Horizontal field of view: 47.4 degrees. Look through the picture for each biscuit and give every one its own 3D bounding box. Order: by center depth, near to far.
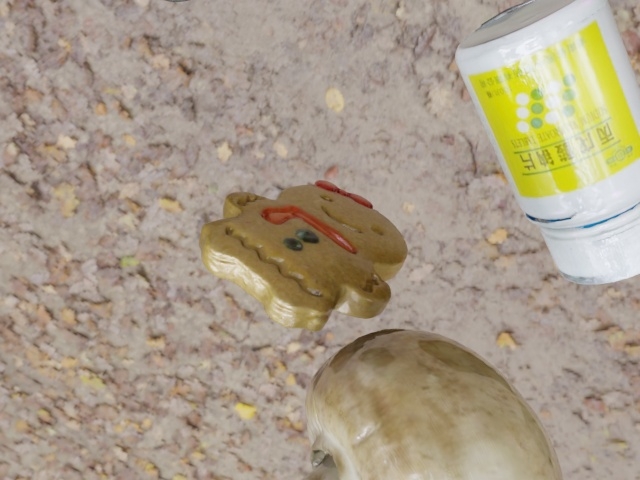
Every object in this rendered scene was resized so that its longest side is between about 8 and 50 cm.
[{"bbox_3d":[0.000,0.000,0.619,0.166,0.226,0.036,35,119,20],"label":"biscuit"}]

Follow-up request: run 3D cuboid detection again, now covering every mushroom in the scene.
[{"bbox_3d":[0.061,0.176,0.476,0.184,0.255,0.254,-28,120,-6],"label":"mushroom"}]

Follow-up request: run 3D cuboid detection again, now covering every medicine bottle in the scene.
[{"bbox_3d":[0.240,-0.096,0.695,0.144,0.143,0.258,-20,110,26],"label":"medicine bottle"}]
